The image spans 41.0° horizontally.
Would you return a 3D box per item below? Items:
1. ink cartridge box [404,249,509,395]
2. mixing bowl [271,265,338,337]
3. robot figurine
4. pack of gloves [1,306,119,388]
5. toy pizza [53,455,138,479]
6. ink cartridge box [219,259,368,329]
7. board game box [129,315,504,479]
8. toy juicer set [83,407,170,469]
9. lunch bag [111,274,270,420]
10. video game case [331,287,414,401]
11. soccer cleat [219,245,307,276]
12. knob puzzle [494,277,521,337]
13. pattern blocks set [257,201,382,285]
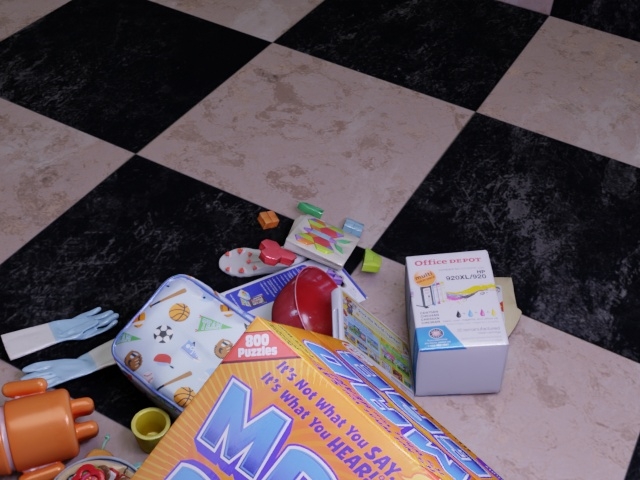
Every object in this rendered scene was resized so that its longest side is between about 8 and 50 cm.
[{"bbox_3d":[0.260,0.161,1.686,0.171,0.168,0.232,-4,48,1],"label":"ink cartridge box"},{"bbox_3d":[-0.030,0.150,1.648,0.098,0.181,0.181,-24,34,28],"label":"mixing bowl"},{"bbox_3d":[-0.503,0.332,1.496,0.220,0.158,0.128,-12,23,-17],"label":"robot figurine"},{"bbox_3d":[-0.489,0.221,1.692,0.232,0.046,0.195,-17,35,-25],"label":"pack of gloves"},{"bbox_3d":[-0.366,0.447,1.381,0.201,0.032,0.201,-3,65,6],"label":"toy pizza"},{"bbox_3d":[-0.082,0.145,1.776,0.333,0.065,0.165,-21,49,-23],"label":"ink cartridge box"},{"bbox_3d":[-0.003,0.369,1.177,0.356,0.356,0.356,39,94,24],"label":"board game box"},{"bbox_3d":[-0.287,0.437,1.428,0.209,0.089,0.329,-23,50,-27],"label":"toy juicer set"},{"bbox_3d":[-0.213,0.216,1.590,0.303,0.115,0.243,34,67,16],"label":"lunch bag"},{"bbox_3d":[0.101,0.224,1.623,0.026,0.227,0.206,-32,36,26],"label":"video game case"},{"bbox_3d":[-0.124,0.048,1.884,0.196,0.076,0.068,-8,72,12],"label":"soccer cleat"},{"bbox_3d":[0.326,0.162,1.813,0.213,0.030,0.213,-2,49,3],"label":"knob puzzle"},{"bbox_3d":[0.000,0.000,1.866,0.286,0.026,0.324,18,25,-8],"label":"pattern blocks set"}]
